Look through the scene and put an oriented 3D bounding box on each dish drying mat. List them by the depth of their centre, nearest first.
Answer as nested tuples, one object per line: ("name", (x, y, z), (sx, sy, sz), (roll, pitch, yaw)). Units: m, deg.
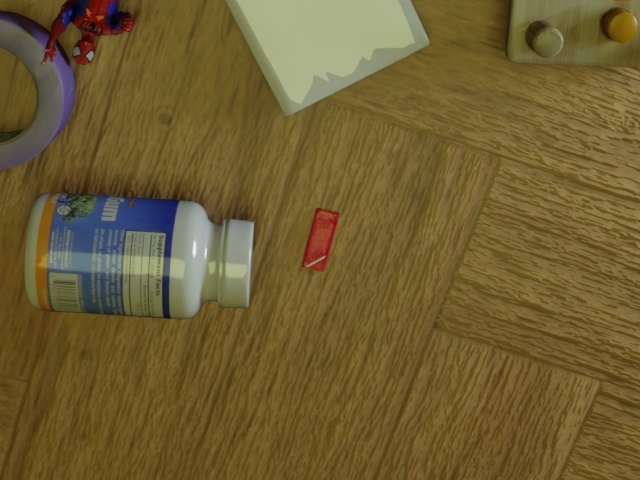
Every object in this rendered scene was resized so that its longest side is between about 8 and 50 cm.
("dish drying mat", (0.000, 0.000, 1.488), (0.032, 0.008, 0.083), (14, 106, -4))

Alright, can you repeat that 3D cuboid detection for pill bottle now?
("pill bottle", (-0.222, 0.021, 1.417), (0.272, 0.152, 0.152), (3, 107, -3))

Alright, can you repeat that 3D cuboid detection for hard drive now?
("hard drive", (-0.023, -0.334, 1.370), (0.203, 0.040, 0.307), (-26, 106, 7))

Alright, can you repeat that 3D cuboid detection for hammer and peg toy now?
("hammer and peg toy", (0.350, -0.382, 1.309), (0.266, 0.127, 0.361), (1, 111, -1))

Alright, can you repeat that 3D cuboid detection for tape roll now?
("tape roll", (-0.404, -0.186, 1.388), (0.189, 0.080, 0.189), (-1, 107, -2))

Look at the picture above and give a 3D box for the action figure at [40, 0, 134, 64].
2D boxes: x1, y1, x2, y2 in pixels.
("action figure", (-0.249, -0.297, 1.298), (0.091, 0.139, 0.280), (15, 133, -15))
